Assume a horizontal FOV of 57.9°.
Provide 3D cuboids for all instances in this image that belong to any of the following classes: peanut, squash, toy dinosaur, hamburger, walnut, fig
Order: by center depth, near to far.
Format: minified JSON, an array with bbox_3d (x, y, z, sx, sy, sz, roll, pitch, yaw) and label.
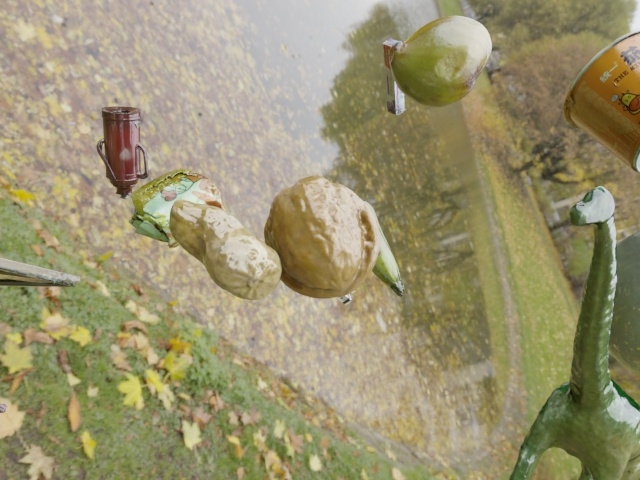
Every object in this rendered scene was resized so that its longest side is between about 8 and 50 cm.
[{"bbox_3d":[0.282,0.131,0.552,0.447,0.087,0.300,11,98,-44],"label":"toy dinosaur"},{"bbox_3d":[0.179,-0.260,0.851,0.153,0.136,0.120,-35,86,-34],"label":"fig"},{"bbox_3d":[-0.188,0.013,1.124,0.253,0.122,0.137,42,10,10],"label":"peanut"},{"bbox_3d":[0.000,0.000,1.203,0.224,0.257,0.257,39,36,-69],"label":"walnut"},{"bbox_3d":[-0.365,-0.091,1.391,0.235,0.214,0.125,42,-42,32],"label":"hamburger"},{"bbox_3d":[0.176,0.033,1.859,0.341,0.094,0.094,66,20,2],"label":"squash"}]

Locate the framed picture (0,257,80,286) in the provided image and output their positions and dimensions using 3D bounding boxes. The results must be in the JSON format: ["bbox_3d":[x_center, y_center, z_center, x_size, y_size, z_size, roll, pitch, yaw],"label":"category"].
[{"bbox_3d":[-0.578,0.043,0.919,0.315,0.232,0.024,44,47,-71],"label":"framed picture"}]

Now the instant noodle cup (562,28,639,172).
[{"bbox_3d":[0.568,-0.232,1.012,0.216,0.216,0.172,43,18,-53],"label":"instant noodle cup"}]

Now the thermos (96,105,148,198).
[{"bbox_3d":[-0.498,-0.217,1.473,0.099,0.124,0.232,-61,157,-66],"label":"thermos"}]

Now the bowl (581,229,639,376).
[{"bbox_3d":[0.533,0.119,0.812,0.289,0.289,0.146,58,28,-32],"label":"bowl"}]

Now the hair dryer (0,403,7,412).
[{"bbox_3d":[-0.613,0.278,1.021,0.054,0.106,0.154,-67,158,-18],"label":"hair dryer"}]

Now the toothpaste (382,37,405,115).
[{"bbox_3d":[0.193,-0.429,1.525,0.047,0.040,0.196,35,-33,40],"label":"toothpaste"}]

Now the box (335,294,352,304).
[{"bbox_3d":[0.008,0.103,1.816,0.247,0.033,0.129,38,24,-43],"label":"box"}]
